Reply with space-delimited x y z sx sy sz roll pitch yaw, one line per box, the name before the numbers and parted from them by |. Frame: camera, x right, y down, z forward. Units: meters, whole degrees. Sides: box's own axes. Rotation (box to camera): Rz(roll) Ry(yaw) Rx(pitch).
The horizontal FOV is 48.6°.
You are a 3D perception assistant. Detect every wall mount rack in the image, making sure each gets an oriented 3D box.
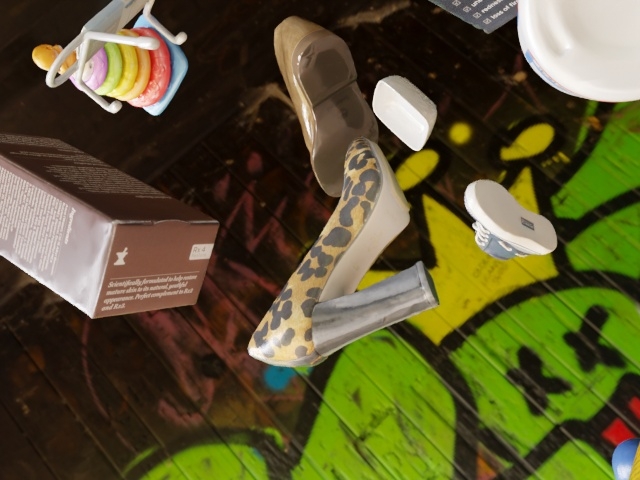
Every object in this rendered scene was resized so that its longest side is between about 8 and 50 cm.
wall mount rack | -0.291 -0.363 1.186 0.350 0.130 0.304 -56 13 -25

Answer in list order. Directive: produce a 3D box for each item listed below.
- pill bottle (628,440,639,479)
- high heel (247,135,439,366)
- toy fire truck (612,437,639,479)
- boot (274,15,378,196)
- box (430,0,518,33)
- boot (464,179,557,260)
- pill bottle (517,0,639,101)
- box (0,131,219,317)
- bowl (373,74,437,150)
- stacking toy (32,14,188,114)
pill bottle | 0.242 0.167 0.396 0.246 0.136 0.136 -51 -13 -36
high heel | 0.000 0.000 0.715 0.186 0.261 0.093 -24 -48 13
toy fire truck | 0.373 0.292 0.618 0.302 0.254 0.169 -23 -23 36
boot | 0.007 -0.197 1.061 0.112 0.115 0.305 -30 -42 -12
box | 0.306 -0.687 1.285 0.471 0.298 0.480 16 -20 -29
boot | 0.234 -0.017 0.958 0.190 0.069 0.086 27 -33 -36
pill bottle | 0.204 -0.164 0.506 0.124 0.124 0.221 -53 -4 19
box | -0.353 -0.036 1.015 0.191 0.381 0.143 -2 -68 -56
bowl | 0.174 -0.262 1.417 0.053 0.142 0.142 -43 -11 -15
stacking toy | -0.428 -0.345 1.389 0.166 0.175 0.301 -48 -18 31
